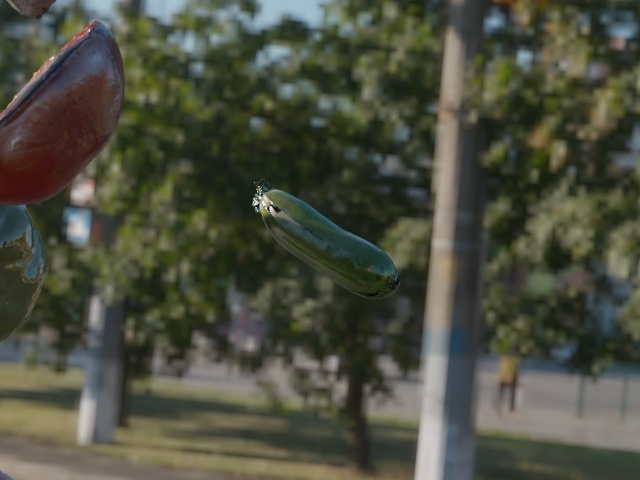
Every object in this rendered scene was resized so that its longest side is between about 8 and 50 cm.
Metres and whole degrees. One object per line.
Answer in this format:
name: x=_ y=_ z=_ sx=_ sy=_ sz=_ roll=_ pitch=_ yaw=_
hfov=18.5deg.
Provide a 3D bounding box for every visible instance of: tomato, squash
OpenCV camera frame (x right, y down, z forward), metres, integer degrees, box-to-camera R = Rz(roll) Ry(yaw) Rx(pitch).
tomato: x=-0.213 y=-0.092 z=1.579 sx=0.082 sy=0.174 sz=0.166 roll=43 pitch=-2 yaw=-9
squash: x=0.000 y=0.000 z=1.833 sx=0.183 sy=0.052 sz=0.052 roll=35 pitch=14 yaw=28

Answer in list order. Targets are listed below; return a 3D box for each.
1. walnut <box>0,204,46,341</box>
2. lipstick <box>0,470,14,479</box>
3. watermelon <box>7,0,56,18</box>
walnut: x=-0.451 y=0.016 z=2.125 sx=0.277 sy=0.253 sz=0.282 roll=-35 pitch=26 yaw=-11
lipstick: x=-0.342 y=0.211 z=1.775 sx=0.077 sy=0.077 sz=0.418 roll=7 pitch=12 yaw=-45
watermelon: x=-0.275 y=-0.305 z=1.890 sx=0.207 sy=0.136 sz=0.202 roll=-20 pitch=-5 yaw=-19
